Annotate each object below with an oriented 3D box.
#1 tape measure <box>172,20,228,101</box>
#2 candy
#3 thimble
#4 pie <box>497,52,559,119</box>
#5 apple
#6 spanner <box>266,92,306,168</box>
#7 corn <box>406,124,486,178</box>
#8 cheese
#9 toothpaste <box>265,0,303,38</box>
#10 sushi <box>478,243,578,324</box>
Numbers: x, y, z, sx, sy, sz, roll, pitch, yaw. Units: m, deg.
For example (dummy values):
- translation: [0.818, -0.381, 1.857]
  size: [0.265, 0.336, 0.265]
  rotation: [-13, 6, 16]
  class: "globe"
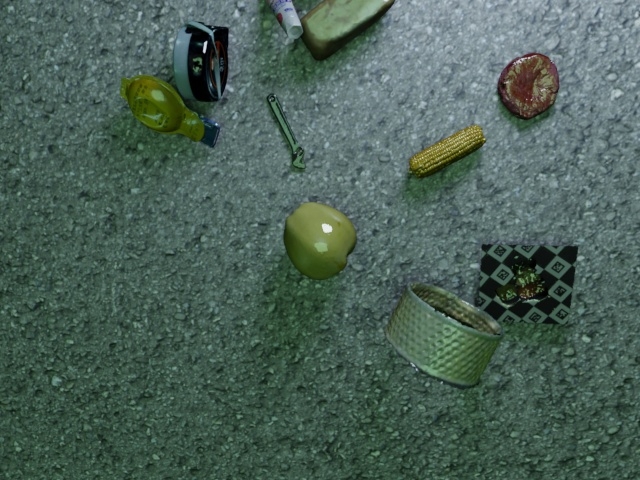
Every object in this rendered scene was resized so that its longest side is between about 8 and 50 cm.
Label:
- translation: [-0.285, -0.425, 1.208]
  size: [0.107, 0.181, 0.182]
  rotation: [8, 107, 8]
  class: "tape measure"
- translation: [0.058, -0.527, 1.182]
  size: [0.233, 0.102, 0.104]
  rotation: [-32, 100, 12]
  class: "candy"
- translation: [0.308, 0.229, 1.266]
  size: [0.270, 0.271, 0.150]
  rotation: [23, 104, 0]
  class: "thimble"
- translation: [0.498, -0.367, 1.204]
  size: [0.153, 0.038, 0.154]
  rotation: [1, 107, 5]
  class: "pie"
- translation: [0.000, 0.000, 1.286]
  size: [0.199, 0.200, 0.200]
  rotation: [2, 105, 6]
  class: "apple"
- translation: [-0.087, -0.280, 1.309]
  size: [0.046, 0.012, 0.209]
  rotation: [-23, 101, 13]
  class: "spanner"
- translation: [0.310, -0.217, 1.251]
  size: [0.207, 0.068, 0.068]
  rotation: [-27, 100, 9]
  class: "corn"
- translation: [-0.385, -0.324, 1.287]
  size: [0.270, 0.069, 0.177]
  rotation: [28, 140, -6]
  class: "cheese"
- translation: [-0.090, -0.548, 1.183]
  size: [0.067, 0.043, 0.195]
  rotation: [-31, 61, 15]
  class: "toothpaste"
- translation: [0.531, 0.107, 1.322]
  size: [0.231, 0.047, 0.220]
  rotation: [1, 110, 11]
  class: "sushi"
